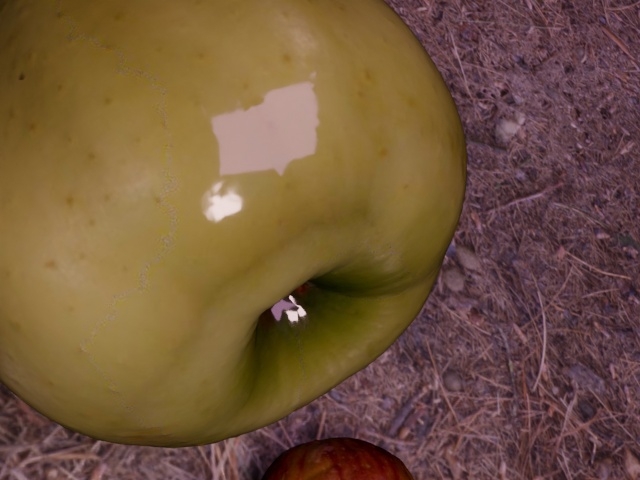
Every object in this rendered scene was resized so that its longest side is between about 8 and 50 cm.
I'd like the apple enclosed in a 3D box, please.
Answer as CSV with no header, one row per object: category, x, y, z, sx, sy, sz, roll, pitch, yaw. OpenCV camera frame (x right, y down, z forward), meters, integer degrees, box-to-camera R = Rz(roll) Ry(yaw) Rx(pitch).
apple,-0.114,-0.057,0.764,0.473,0.473,0.474,18,56,-28

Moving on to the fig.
fig,0.022,0.299,0.834,0.175,0.175,0.207,21,48,-27
